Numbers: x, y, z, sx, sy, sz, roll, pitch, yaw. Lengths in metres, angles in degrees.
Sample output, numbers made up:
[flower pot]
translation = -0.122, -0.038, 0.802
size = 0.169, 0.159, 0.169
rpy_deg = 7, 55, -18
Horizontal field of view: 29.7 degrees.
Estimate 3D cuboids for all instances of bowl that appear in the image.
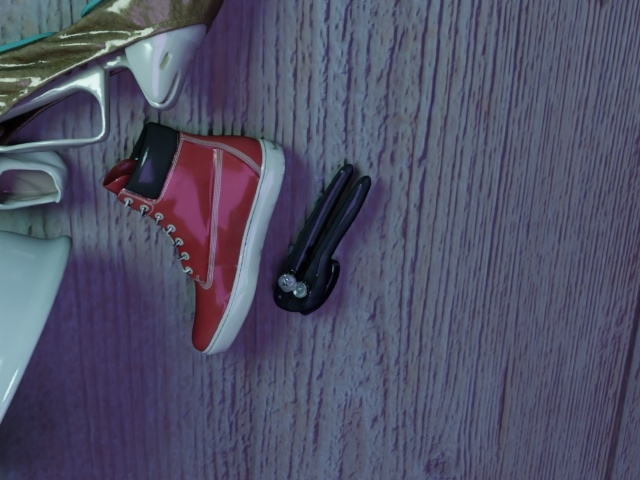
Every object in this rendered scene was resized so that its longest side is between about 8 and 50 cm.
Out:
[bowl]
translation = -0.357, 0.106, 1.146
size = 0.134, 0.298, 0.298
rpy_deg = 24, 109, -15

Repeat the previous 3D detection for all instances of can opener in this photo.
[can opener]
translation = 0.000, 0.000, 1.334
size = 0.059, 0.073, 0.186
rpy_deg = 26, 109, 13

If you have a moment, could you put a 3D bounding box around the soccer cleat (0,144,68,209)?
[soccer cleat]
translation = -0.343, -0.063, 1.170
size = 0.196, 0.076, 0.068
rpy_deg = -1, 119, -16

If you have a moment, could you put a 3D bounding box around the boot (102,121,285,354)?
[boot]
translation = -0.150, 0.000, 1.264
size = 0.176, 0.088, 0.244
rpy_deg = 7, 108, -20

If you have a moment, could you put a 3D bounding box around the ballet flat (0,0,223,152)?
[ballet flat]
translation = -0.208, -0.158, 1.118
size = 0.342, 0.116, 0.124
rpy_deg = -25, 86, 1
